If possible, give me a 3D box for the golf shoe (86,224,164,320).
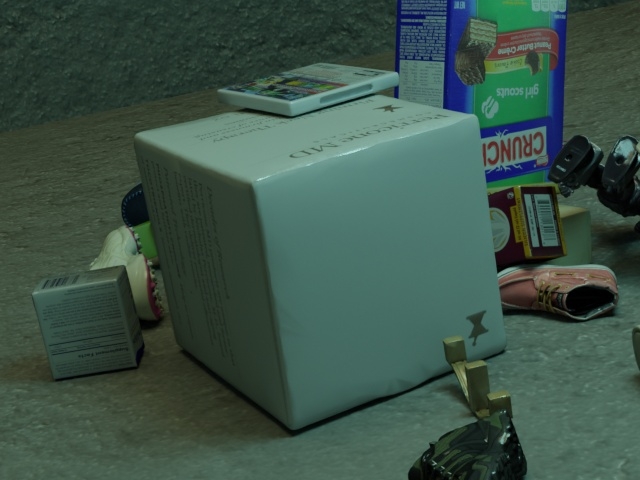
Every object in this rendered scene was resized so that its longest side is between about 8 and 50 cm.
[{"bbox_3d":[-0.342,0.057,2.138,0.140,0.115,0.306,-17,18,-10],"label":"golf shoe"}]

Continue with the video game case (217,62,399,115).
[{"bbox_3d":[-0.019,-0.215,1.871,0.183,0.023,0.201,-19,21,-29],"label":"video game case"}]

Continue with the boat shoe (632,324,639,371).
[{"bbox_3d":[0.437,0.147,1.425,0.095,0.112,0.335,-17,15,-4],"label":"boat shoe"}]

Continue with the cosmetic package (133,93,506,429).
[{"bbox_3d":[-0.007,-0.001,1.769,0.329,0.327,0.394,-18,20,-25],"label":"cosmetic package"}]

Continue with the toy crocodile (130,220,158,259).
[{"bbox_3d":[-0.180,-0.040,2.283,0.340,0.115,0.105,-17,9,2],"label":"toy crocodile"}]

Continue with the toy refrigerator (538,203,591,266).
[{"bbox_3d":[0.277,-0.010,2.024,0.102,0.094,0.269,-15,18,-37],"label":"toy refrigerator"}]

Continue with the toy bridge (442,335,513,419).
[{"bbox_3d":[0.185,0.173,1.559,0.026,0.063,0.188,-13,20,-8],"label":"toy bridge"}]

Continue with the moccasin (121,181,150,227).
[{"bbox_3d":[-0.201,-0.071,2.406,0.342,0.138,0.117,-9,22,8],"label":"moccasin"}]

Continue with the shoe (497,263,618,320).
[{"bbox_3d":[0.315,0.070,1.799,0.178,0.063,0.081,-4,16,8],"label":"shoe"}]

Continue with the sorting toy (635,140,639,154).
[{"bbox_3d":[0.494,-0.060,1.858,0.038,0.208,0.193,-6,18,28],"label":"sorting toy"}]

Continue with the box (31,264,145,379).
[{"bbox_3d":[-0.331,0.117,1.900,0.126,0.137,0.072,-9,17,4],"label":"box"}]

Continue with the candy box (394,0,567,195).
[{"bbox_3d":[0.242,-0.219,1.998,0.268,0.317,0.122,-8,14,-40],"label":"candy box"}]

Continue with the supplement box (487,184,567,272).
[{"bbox_3d":[0.250,-0.008,1.898,0.081,0.104,0.188,-1,-12,-40],"label":"supplement box"}]

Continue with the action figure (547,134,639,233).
[{"bbox_3d":[0.425,-0.079,1.944,0.185,0.099,0.285,22,-4,27],"label":"action figure"}]

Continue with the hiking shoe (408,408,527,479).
[{"bbox_3d":[0.146,0.253,1.345,0.114,0.086,0.227,-20,9,16],"label":"hiking shoe"}]

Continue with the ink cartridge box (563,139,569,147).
[{"bbox_3d":[0.272,-0.113,2.388,0.371,0.069,0.176,-20,20,-20],"label":"ink cartridge box"}]
